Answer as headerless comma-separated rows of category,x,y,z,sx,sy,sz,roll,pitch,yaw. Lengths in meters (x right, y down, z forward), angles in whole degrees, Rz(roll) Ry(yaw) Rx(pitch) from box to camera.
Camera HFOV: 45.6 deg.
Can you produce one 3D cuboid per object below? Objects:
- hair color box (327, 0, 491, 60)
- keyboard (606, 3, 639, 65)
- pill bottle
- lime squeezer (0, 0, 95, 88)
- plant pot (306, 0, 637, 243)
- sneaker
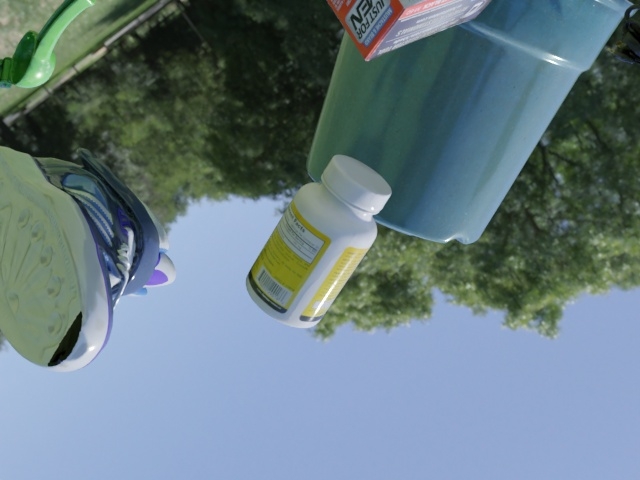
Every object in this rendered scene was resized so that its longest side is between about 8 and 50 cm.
hair color box,0.026,-0.195,0.431,0.093,0.167,0.053,-28,173,-29
keyboard,0.366,-0.152,0.597,0.201,0.033,0.317,-32,-120,7
pill bottle,0.000,0.000,0.538,0.116,0.065,0.065,-57,-170,24
lime squeezer,-0.333,-0.179,0.732,0.310,0.059,0.110,-3,177,15
plant pot,0.153,-0.198,0.960,0.341,0.341,0.334,-91,-158,-68
sneaker,-0.222,0.025,0.808,0.130,0.236,0.323,-55,-132,12
